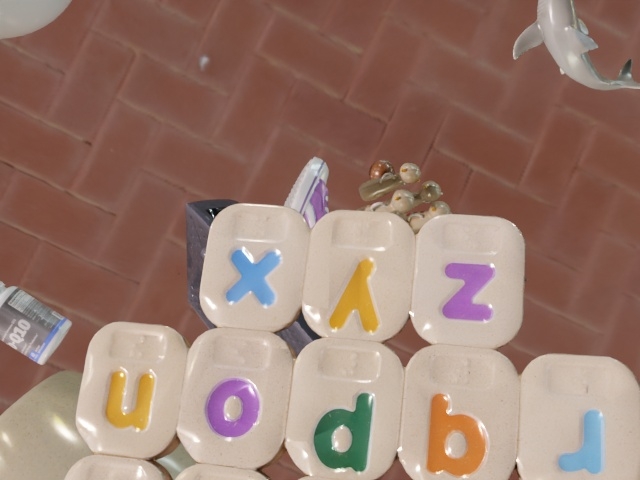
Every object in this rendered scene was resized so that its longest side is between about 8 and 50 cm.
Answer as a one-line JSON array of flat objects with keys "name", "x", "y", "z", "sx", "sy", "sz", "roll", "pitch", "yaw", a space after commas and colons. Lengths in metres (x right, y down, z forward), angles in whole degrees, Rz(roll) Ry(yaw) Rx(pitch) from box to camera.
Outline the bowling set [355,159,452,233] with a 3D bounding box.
[{"name": "bowling set", "x": 0.167, "y": -0.094, "z": 1.643, "sx": 0.154, "sy": 0.287, "sz": 0.200, "roll": -23, "pitch": 65, "yaw": 25}]

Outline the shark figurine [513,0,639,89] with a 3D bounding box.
[{"name": "shark figurine", "x": 0.435, "y": -0.306, "z": 1.372, "sx": 0.278, "sy": 0.116, "sz": 0.166, "roll": 43, "pitch": 84, "yaw": -21}]

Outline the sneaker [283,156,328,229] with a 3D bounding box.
[{"name": "sneaker", "x": 0.000, "y": 0.000, "z": 1.499, "sx": 0.161, "sy": 0.102, "sz": 0.282, "roll": 20, "pitch": 75, "yaw": -10}]

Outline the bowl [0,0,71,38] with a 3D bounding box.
[{"name": "bowl", "x": -0.305, "y": -0.218, "z": 0.596, "sx": 0.297, "sy": 0.298, "sz": 0.134, "roll": 21, "pitch": 87, "yaw": -8}]

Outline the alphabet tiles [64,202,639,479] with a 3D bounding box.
[{"name": "alphabet tiles", "x": 0.009, "y": 0.118, "z": 0.421, "sx": 0.284, "sy": 0.021, "sz": 0.278, "roll": 3, "pitch": 74, "yaw": 10}]

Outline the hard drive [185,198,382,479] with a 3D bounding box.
[{"name": "hard drive", "x": -0.023, "y": 0.089, "z": 0.711, "sx": 0.054, "sy": 0.172, "sz": 0.255, "roll": -31, "pitch": 64, "yaw": -26}]

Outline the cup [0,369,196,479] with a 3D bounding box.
[{"name": "cup", "x": -0.295, "y": 0.301, "z": 1.046, "sx": 0.331, "sy": 0.331, "sz": 0.237, "roll": -44, "pitch": 86, "yaw": -8}]

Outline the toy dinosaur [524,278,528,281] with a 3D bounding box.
[{"name": "toy dinosaur", "x": 0.250, "y": 0.081, "z": 1.165, "sx": 0.047, "sy": 0.090, "sz": 0.082, "roll": 23, "pitch": 112, "yaw": 13}]

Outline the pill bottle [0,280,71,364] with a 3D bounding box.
[{"name": "pill bottle", "x": -0.446, "y": 0.117, "z": 1.249, "sx": 0.137, "sy": 0.078, "sz": 0.078, "roll": 34, "pitch": 83, "yaw": -7}]
